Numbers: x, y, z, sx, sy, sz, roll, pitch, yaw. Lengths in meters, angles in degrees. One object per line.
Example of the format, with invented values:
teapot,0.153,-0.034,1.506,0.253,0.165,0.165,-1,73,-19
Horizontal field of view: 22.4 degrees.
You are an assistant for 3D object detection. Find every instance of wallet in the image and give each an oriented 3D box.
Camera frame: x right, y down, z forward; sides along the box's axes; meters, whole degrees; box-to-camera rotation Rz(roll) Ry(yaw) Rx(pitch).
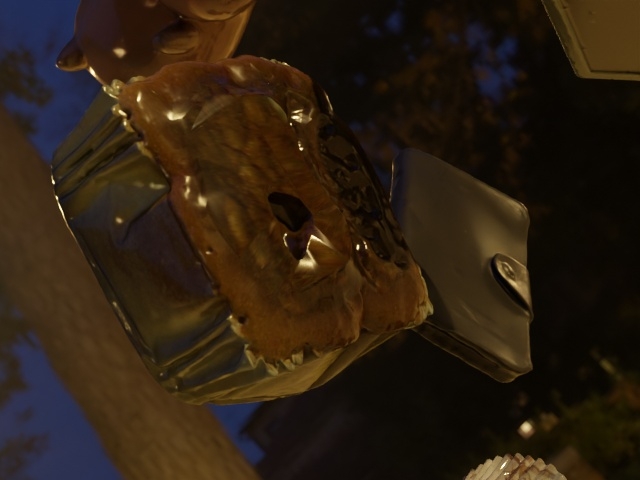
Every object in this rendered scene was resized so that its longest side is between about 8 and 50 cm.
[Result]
wallet,0.160,0.024,1.866,0.051,0.197,0.377,-55,11,28

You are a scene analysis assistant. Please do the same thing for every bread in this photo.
bread,-0.045,-0.010,0.985,0.110,0.209,0.192,-36,-13,39

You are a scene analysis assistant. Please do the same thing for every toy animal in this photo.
toy animal,-0.111,-0.222,1.358,0.250,0.166,0.154,-51,0,34

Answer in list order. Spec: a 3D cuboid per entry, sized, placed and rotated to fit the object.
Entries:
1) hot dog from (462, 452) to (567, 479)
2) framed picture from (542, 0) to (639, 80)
hot dog,0.195,0.292,1.263,0.144,0.268,0.075,-28,-3,36
framed picture,0.316,-0.204,1.435,0.296,0.232,0.019,44,-126,-65
